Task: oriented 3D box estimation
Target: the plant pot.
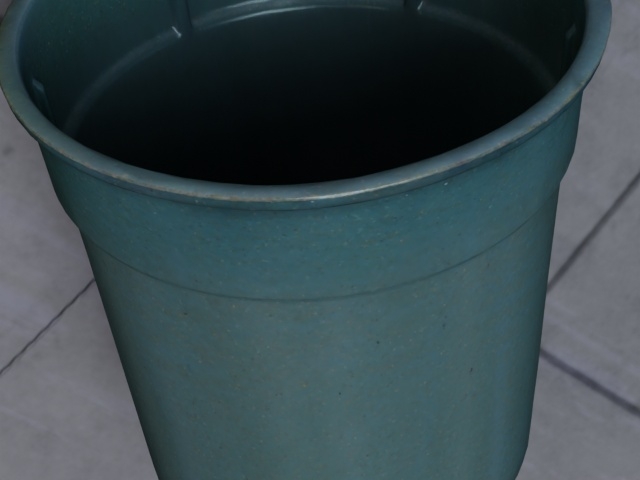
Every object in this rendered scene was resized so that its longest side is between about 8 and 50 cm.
[{"bbox_3d":[0.000,0.000,1.118,0.341,0.341,0.334,-15,130,-12],"label":"plant pot"}]
